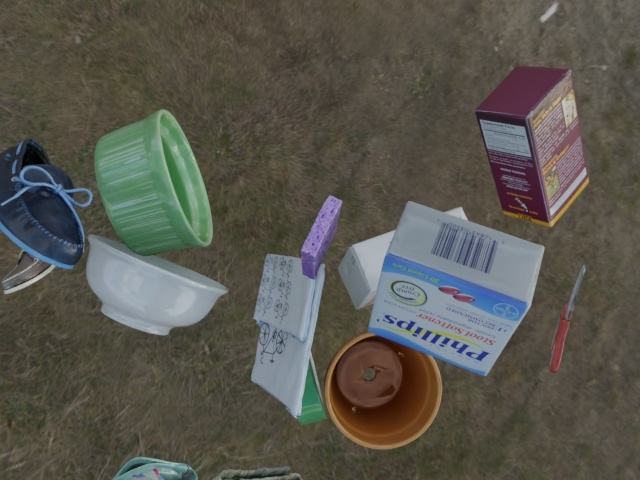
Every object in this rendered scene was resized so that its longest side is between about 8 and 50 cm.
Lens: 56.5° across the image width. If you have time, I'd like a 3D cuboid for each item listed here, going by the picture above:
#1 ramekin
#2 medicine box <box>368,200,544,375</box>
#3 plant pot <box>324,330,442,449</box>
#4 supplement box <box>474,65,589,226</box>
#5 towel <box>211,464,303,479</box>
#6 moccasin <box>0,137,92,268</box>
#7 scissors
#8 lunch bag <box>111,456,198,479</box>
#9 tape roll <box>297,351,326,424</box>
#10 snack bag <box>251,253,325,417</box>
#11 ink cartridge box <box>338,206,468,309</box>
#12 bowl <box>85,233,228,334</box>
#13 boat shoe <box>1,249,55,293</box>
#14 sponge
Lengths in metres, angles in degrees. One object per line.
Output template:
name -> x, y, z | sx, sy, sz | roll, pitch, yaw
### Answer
ramekin -> -0.353, -0.112, 1.271 | 0.148, 0.303, 0.303 | -16, 101, 2
medicine box -> 0.252, 0.101, 1.170 | 0.264, 0.289, 0.149 | 20, 53, 12
plant pot -> 0.146, 0.367, 1.549 | 0.291, 0.203, 0.290 | 0, 88, -6
supplement box -> 0.288, -0.125, 0.801 | 0.104, 0.081, 0.188 | -45, 130, -20
towel -> -0.192, 0.427, 0.847 | 0.324, 0.312, 0.056 | -40, 62, 0
moccasin -> -0.476, -0.082, 0.988 | 0.116, 0.342, 0.138 | -51, 144, 1
scissors -> 0.454, 0.127, 1.097 | 0.021, 0.109, 0.297 | 12, 132, 21
lunch bag -> -0.340, 0.507, 1.026 | 0.160, 0.262, 0.223 | 39, 98, 9
tape roll -> -0.058, 0.374, 1.749 | 0.077, 0.321, 0.321 | -14, 100, -2
snack bag -> -0.094, 0.205, 1.402 | 0.037, 0.323, 0.342 | 10, 88, -25
ink cartridge box -> 0.220, 0.051, 1.521 | 0.307, 0.226, 0.131 | -20, 74, -12
bowl -> -0.348, 0.103, 1.198 | 0.298, 0.298, 0.134 | 24, 86, -12
boat shoe -> -0.855, 0.048, 1.814 | 0.117, 0.324, 0.096 | -10, 113, 24
sponge -> 0.000, 0.000, 1.150 | 0.031, 0.210, 0.117 | 24, 76, 5
